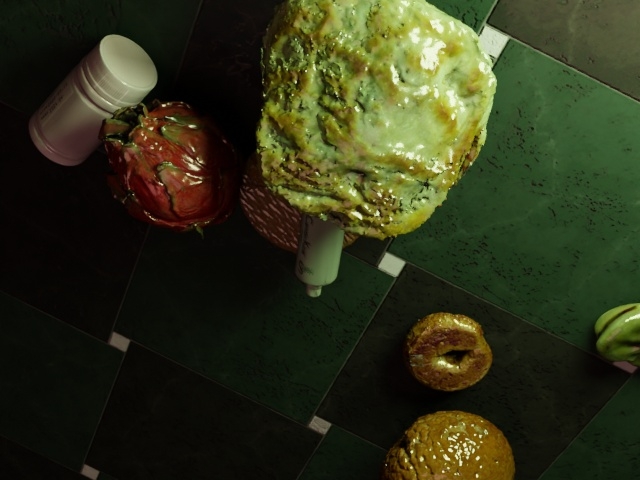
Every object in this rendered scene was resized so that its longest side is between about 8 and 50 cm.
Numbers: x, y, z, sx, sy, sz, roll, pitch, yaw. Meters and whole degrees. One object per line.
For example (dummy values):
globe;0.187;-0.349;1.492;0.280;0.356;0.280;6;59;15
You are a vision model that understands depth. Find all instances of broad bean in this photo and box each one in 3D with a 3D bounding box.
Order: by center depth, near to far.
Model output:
broad bean;0.618;0.184;1.752;0.206;0.072;0.153;11;129;-4

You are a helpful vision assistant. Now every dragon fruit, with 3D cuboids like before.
dragon fruit;-0.273;-0.131;1.693;0.244;0.244;0.299;-30;140;31

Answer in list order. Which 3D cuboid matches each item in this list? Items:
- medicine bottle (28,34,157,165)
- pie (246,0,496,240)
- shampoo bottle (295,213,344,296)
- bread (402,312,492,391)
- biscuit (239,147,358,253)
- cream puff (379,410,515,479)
medicine bottle;-0.423;-0.256;1.733;0.133;0.133;0.249;44;126;-14
pie;0.080;-0.220;1.505;0.395;0.180;0.418;17;115;2
shampoo bottle;0.000;0.000;1.757;0.085;0.085;0.262;14;126;8
bread;0.254;0.225;1.892;0.193;0.064;0.193;5;122;7
biscuit;-0.032;-0.083;1.786;0.261;0.037;0.262;8;125;12
cream puff;0.259;0.472;1.955;0.303;0.212;0.303;-10;144;-7
